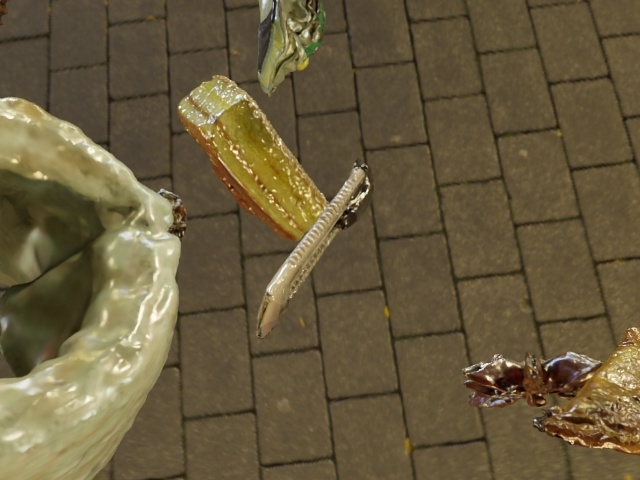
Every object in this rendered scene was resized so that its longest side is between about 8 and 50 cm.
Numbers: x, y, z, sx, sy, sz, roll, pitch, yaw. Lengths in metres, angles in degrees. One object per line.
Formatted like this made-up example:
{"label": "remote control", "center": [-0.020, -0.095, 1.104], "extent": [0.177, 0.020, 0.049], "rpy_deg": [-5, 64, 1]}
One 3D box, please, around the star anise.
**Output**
{"label": "star anise", "center": [0.354, 0.236, 1.329], "extent": [0.288, 0.288, 0.088], "rpy_deg": [-1, 70, 4]}

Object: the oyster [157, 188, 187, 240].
{"label": "oyster", "center": [-0.168, -0.010, 0.847], "extent": [0.054, 0.019, 0.083], "rpy_deg": [35, 118, 34]}

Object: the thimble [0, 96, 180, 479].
{"label": "thimble", "center": [-0.237, 0.045, 0.528], "extent": [0.291, 0.195, 0.292], "rpy_deg": [16, 52, -22]}

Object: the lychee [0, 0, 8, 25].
{"label": "lychee", "center": [-0.409, -0.239, 0.667], "extent": [0.271, 0.271, 0.271], "rpy_deg": [-1, 69, 4]}

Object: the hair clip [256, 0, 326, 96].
{"label": "hair clip", "center": [-0.036, -0.301, 0.766], "extent": [0.091, 0.138, 0.321], "rpy_deg": [-6, 74, -20]}

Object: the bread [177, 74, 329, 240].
{"label": "bread", "center": [-0.105, -0.119, 1.182], "extent": [0.110, 0.234, 0.184], "rpy_deg": [-39, 30, -2]}

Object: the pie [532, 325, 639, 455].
{"label": "pie", "center": [0.225, 0.116, 0.560], "extent": [0.088, 0.033, 0.191], "rpy_deg": [23, 29, 34]}

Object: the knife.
{"label": "knife", "center": [0.006, 0.001, 0.973], "extent": [0.043, 0.089, 0.365], "rpy_deg": [12, 34, 17]}
